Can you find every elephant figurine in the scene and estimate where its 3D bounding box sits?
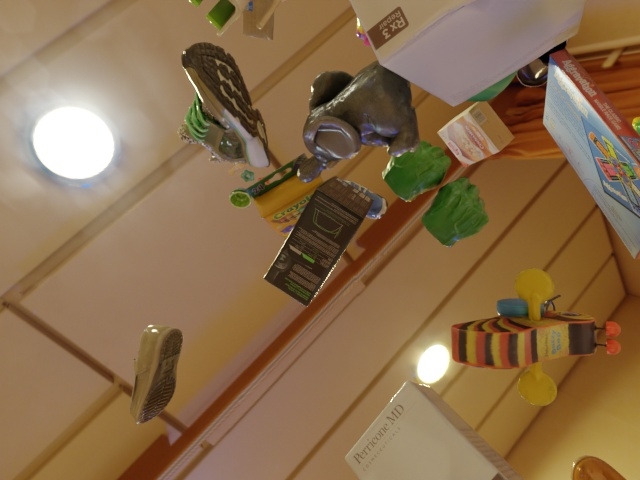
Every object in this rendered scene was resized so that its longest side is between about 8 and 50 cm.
[{"bbox_3d":[0.036,-0.193,0.722,0.239,0.169,0.186,-9,-74,17],"label":"elephant figurine"}]

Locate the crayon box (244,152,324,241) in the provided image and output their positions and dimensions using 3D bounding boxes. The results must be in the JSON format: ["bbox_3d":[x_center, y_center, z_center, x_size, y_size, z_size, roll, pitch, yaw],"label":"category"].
[{"bbox_3d":[-0.062,-0.102,1.318,0.203,0.083,0.323,-30,-30,6],"label":"crayon box"}]

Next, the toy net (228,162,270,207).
[{"bbox_3d":[-0.214,-0.191,1.265,0.122,0.045,0.232,3,-42,1],"label":"toy net"}]

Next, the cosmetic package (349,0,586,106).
[{"bbox_3d":[0.191,-0.303,0.535,0.385,0.217,0.156,-16,-100,-63],"label":"cosmetic package"}]

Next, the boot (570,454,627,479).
[{"bbox_3d":[0.524,0.468,0.633,0.104,0.295,0.211,-30,-20,-6],"label":"boot"}]

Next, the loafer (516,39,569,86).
[{"bbox_3d":[0.642,-0.554,1.263,0.366,0.133,0.130,44,-126,-67],"label":"loafer"}]

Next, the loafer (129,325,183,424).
[{"bbox_3d":[-0.419,0.328,1.087,0.102,0.092,0.269,4,-73,-61],"label":"loafer"}]

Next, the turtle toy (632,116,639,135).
[{"bbox_3d":[0.852,-0.267,1.096,0.130,0.066,0.095,28,-115,-5],"label":"turtle toy"}]

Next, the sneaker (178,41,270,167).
[{"bbox_3d":[-0.230,-0.250,0.936,0.182,0.410,0.158,-13,-106,3],"label":"sneaker"}]

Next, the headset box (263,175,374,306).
[{"bbox_3d":[0.000,0.000,1.105,0.131,0.246,0.283,32,-70,3],"label":"headset box"}]

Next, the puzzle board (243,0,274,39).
[{"bbox_3d":[-0.187,-0.683,1.315,0.096,0.011,0.128,12,-46,2],"label":"puzzle board"}]

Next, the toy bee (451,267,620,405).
[{"bbox_3d":[0.351,0.132,0.665,0.298,0.162,0.195,-30,-74,-31],"label":"toy bee"}]

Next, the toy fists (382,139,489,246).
[{"bbox_3d":[0.277,-0.124,1.022,0.096,0.142,0.279,-29,-105,-38],"label":"toy fists"}]

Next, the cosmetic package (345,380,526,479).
[{"bbox_3d":[0.144,0.264,0.427,0.117,0.231,0.085,-52,-37,2],"label":"cosmetic package"}]

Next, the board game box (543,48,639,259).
[{"bbox_3d":[0.390,-0.126,0.606,0.027,0.281,0.145,-20,-35,12],"label":"board game box"}]

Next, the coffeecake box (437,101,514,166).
[{"bbox_3d":[0.449,-0.310,1.273,0.068,0.185,0.142,-41,-86,-11],"label":"coffeecake box"}]

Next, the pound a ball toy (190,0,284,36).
[{"bbox_3d":[-0.165,-0.616,1.025,0.208,0.135,0.319,38,-129,-27],"label":"pound a ball toy"}]

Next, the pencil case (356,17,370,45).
[{"bbox_3d":[0.157,-0.720,1.306,0.104,0.104,0.236,-39,-26,-16],"label":"pencil case"}]

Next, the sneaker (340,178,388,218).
[{"bbox_3d":[0.112,-0.126,1.299,0.081,0.211,0.080,19,-80,-47],"label":"sneaker"}]

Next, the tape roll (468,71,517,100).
[{"bbox_3d":[0.400,-0.523,1.106,0.077,0.321,0.321,-2,-77,-14],"label":"tape roll"}]
